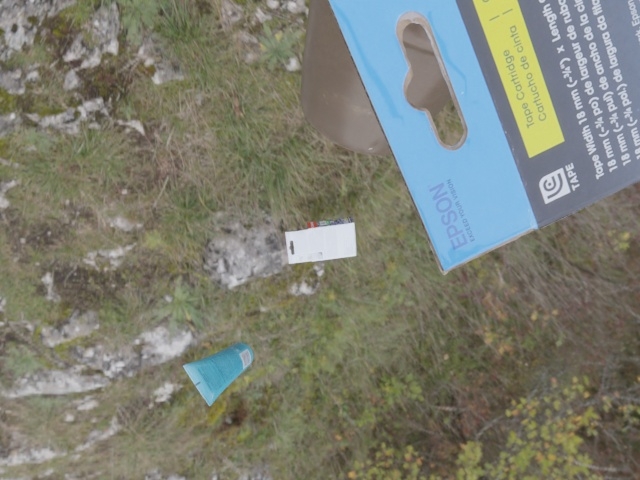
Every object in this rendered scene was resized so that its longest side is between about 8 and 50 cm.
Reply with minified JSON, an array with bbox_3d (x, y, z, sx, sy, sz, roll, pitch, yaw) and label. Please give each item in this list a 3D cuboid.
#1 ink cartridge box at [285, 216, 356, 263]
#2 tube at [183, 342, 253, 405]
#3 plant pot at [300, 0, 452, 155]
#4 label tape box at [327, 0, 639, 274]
[{"bbox_3d":[0.000,0.000,1.066,0.115,0.029,0.062,-7,116,-4],"label":"ink cartridge box"},{"bbox_3d":[-0.181,0.234,1.169,0.052,0.207,0.080,-41,84,13],"label":"tube"},{"bbox_3d":[0.080,-0.232,0.747,0.263,0.263,0.229,6,136,-21],"label":"plant pot"},{"bbox_3d":[0.176,-0.162,0.429,0.334,0.106,0.240,-25,108,1],"label":"label tape box"}]
